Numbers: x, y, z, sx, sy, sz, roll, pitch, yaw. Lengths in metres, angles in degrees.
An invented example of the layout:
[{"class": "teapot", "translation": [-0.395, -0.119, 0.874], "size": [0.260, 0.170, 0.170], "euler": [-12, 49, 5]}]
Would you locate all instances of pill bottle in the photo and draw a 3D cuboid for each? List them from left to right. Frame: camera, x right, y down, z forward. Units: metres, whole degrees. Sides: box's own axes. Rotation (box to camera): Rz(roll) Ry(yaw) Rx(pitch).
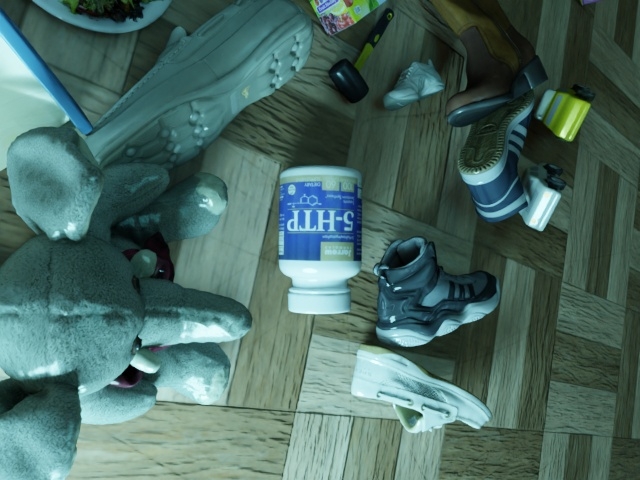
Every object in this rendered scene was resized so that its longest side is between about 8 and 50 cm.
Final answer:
[{"class": "pill bottle", "translation": [0.000, 0.000, 0.680], "size": [0.112, 0.112, 0.186], "euler": [1, 88, -37]}]

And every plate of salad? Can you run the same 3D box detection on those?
[{"class": "plate of salad", "translation": [-0.244, -0.327, 0.544], "size": [0.200, 0.048, 0.199], "euler": [1, 88, -37]}]

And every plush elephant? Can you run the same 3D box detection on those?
[{"class": "plush elephant", "translation": [-0.184, 0.054, 0.444], "size": [0.330, 0.255, 0.271], "euler": [6, 91, -35]}]

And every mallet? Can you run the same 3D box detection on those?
[{"class": "mallet", "translation": [0.067, -0.302, 0.787], "size": [0.062, 0.039, 0.189], "euler": [36, 64, -34]}]

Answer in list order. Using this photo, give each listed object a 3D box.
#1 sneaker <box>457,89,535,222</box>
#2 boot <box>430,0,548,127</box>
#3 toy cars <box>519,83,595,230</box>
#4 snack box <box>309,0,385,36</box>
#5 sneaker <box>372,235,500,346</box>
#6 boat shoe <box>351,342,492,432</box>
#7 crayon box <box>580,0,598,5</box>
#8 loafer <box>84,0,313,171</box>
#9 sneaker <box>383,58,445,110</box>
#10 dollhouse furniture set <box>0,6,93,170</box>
[{"class": "sneaker", "translation": [0.343, -0.157, 0.950], "size": [0.282, 0.099, 0.153], "euler": [-56, 129, -33]}, {"class": "boot", "translation": [0.242, -0.349, 0.851], "size": [0.264, 0.096, 0.280], "euler": [-32, 92, -25]}, {"class": "toy cars", "translation": [0.454, -0.185, 1.023], "size": [0.087, 0.176, 0.393], "euler": [22, 70, 12]}, {"class": "snack box", "translation": [0.032, -0.437, 0.738], "size": [0.174, 0.070, 0.207], "euler": [-44, 114, -28]}, {"class": "sneaker", "translation": [0.193, 0.060, 0.827], "size": [0.269, 0.101, 0.153], "euler": [-18, 102, -33]}, {"class": "boat shoe", "translation": [0.155, 0.256, 0.805], "size": [0.277, 0.098, 0.096], "euler": [30, 72, -23]}, {"class": "crayon box", "translation": [0.581, -0.748, 1.079], "size": [0.363, 0.106, 0.313], "euler": [16, 78, -51]}, {"class": "loafer", "translation": [-0.145, -0.187, 0.594], "size": [0.111, 0.112, 0.319], "euler": [41, 65, 12]}, {"class": "sneaker", "translation": [0.146, -0.255, 0.835], "size": [0.152, 0.054, 0.061], "euler": [-32, 103, -41]}, {"class": "dollhouse furniture set", "translation": [-0.407, -0.145, 0.412], "size": [0.286, 0.198, 0.303], "euler": [-37, 144, -9]}]
